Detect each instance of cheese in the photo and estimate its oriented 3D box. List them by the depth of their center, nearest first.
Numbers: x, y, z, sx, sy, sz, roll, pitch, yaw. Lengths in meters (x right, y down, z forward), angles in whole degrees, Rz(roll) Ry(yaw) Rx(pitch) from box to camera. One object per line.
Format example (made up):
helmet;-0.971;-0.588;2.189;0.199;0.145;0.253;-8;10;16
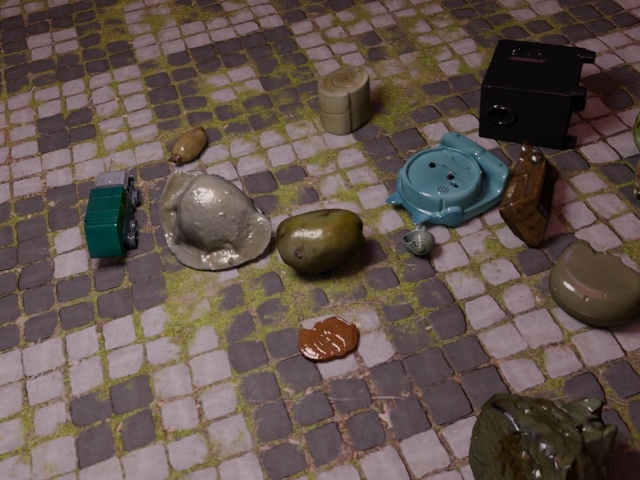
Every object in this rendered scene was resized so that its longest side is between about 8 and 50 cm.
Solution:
cheese;0.582;0.099;1.497;0.203;0.091;0.175;30;57;27

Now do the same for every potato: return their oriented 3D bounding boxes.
potato;-0.001;-0.004;1.625;0.201;0.137;0.154;-8;47;1

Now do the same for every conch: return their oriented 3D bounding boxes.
conch;0.226;0.004;1.648;0.076;0.056;0.085;-11;15;20

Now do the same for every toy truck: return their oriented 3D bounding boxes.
toy truck;-0.507;-0.062;1.751;0.114;0.124;0.253;-5;49;-1

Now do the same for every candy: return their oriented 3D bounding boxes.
candy;0.494;-0.122;1.690;0.101;0.143;0.271;-21;30;45

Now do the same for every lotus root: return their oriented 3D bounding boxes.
lotus root;-0.356;-0.252;1.943;0.073;0.062;0.150;13;50;28

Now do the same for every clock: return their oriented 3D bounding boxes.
clock;0.298;-0.138;1.743;0.274;0.094;0.223;-31;51;-22

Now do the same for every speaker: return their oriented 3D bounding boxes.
speaker;0.562;-0.385;1.880;0.254;0.184;0.232;12;50;19

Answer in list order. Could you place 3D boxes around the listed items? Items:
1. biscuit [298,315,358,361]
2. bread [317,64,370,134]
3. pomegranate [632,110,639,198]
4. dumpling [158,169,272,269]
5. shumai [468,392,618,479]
biscuit;0.017;0.206;1.511;0.131;0.019;0.102;-17;49;-10
bread;0.063;-0.386;1.964;0.134;0.141;0.148;29;56;27
pomegranate;0.847;-0.214;1.712;0.204;0.276;0.222;11;12;-36
dumpling;-0.263;-0.040;1.691;0.243;0.175;0.226;28;85;44
shumai;0.399;0.370;1.240;0.218;0.189;0.256;-8;29;-25
